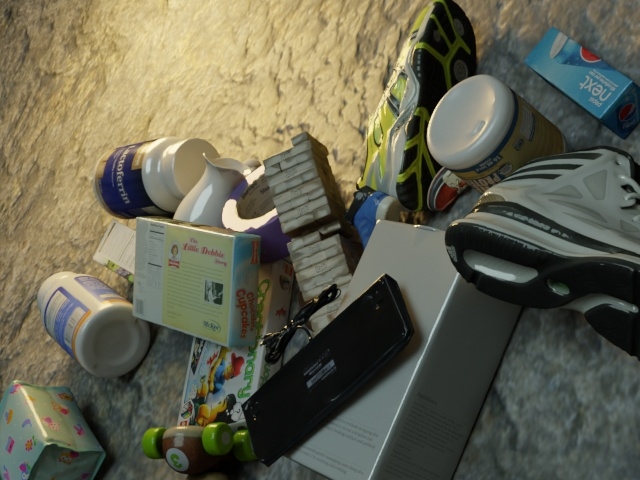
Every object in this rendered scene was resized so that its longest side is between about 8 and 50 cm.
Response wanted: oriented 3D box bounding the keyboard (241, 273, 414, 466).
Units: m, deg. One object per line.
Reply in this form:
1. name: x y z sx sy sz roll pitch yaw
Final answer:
1. keyboard: -0.001 0.164 1.732 0.317 0.033 0.201 -43 43 22

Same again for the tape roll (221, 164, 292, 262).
1. tape roll: -0.074 -0.057 2.128 0.189 0.080 0.189 -26 35 20

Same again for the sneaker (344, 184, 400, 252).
1. sneaker: 0.077 -0.017 1.933 0.084 0.152 0.058 31 44 32

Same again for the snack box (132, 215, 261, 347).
1. snack box: -0.222 0.066 2.123 0.322 0.060 0.187 11 100 51

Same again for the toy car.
1. toy car: -0.194 0.397 1.960 0.155 0.149 0.188 -10 69 32

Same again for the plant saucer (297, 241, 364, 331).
1. plant saucer: 0.018 0.073 2.023 0.168 0.029 0.168 -28 46 33

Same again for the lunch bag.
1. lunch bag: -0.548 0.433 2.306 0.262 0.160 0.223 -61 39 16

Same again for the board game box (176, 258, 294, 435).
1. board game box: -0.146 0.190 2.103 0.193 0.053 0.305 -18 53 39

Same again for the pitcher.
1. pitcher: -0.186 -0.058 2.269 0.125 0.177 0.207 30 109 25

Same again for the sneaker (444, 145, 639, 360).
1. sneaker: 0.405 -0.005 1.530 0.447 0.169 0.257 23 55 31

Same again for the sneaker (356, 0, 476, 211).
1. sneaker: 0.145 -0.230 1.994 0.147 0.145 0.385 -4 61 46

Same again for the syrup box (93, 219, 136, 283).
1. syrup box: -0.343 0.042 2.391 0.237 0.093 0.096 21 82 52

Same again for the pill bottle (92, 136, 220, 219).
1. pill bottle: -0.324 -0.127 2.438 0.264 0.153 0.153 -7 61 45

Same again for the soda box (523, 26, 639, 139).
1. soda box: 0.390 -0.234 1.785 0.071 0.067 0.210 -51 39 10

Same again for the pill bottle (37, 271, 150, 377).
1. pill bottle: -0.457 0.155 2.395 0.272 0.152 0.152 28 87 53

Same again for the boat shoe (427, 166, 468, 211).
1. boat shoe: 0.217 -0.101 1.906 0.137 0.049 0.043 -54 40 -2

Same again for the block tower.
1. block tower: 0.000 0.000 1.945 0.097 0.091 0.335 -22 69 16

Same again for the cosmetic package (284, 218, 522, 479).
1. cosmetic package: 0.120 0.177 1.738 0.217 0.156 0.385 16 77 51

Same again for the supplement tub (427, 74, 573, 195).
1. supplement tub: 0.264 -0.131 1.746 0.144 0.199 0.144 -28 46 34
